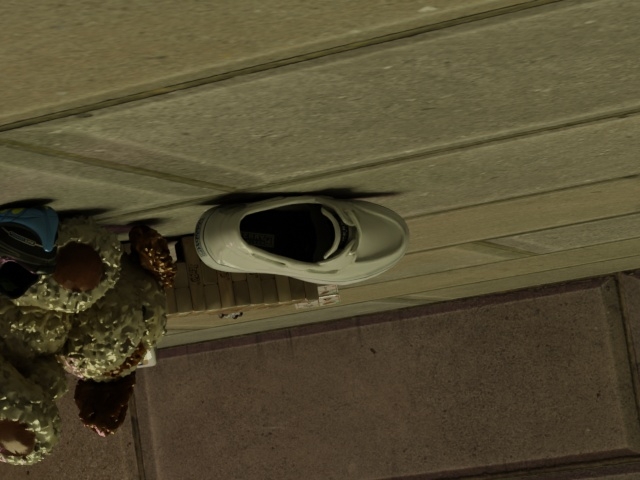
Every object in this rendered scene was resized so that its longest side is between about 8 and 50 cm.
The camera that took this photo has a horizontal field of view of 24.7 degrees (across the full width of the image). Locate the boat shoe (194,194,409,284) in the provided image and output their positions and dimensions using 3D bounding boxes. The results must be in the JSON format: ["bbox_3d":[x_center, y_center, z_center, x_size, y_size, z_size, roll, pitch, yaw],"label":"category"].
[{"bbox_3d":[0.000,0.000,1.491,0.258,0.095,0.084,-5,177,-36],"label":"boat shoe"}]

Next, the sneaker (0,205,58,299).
[{"bbox_3d":[-0.302,0.019,1.338,0.067,0.078,0.188,-2,172,-43],"label":"sneaker"}]

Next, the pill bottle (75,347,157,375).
[{"bbox_3d":[-0.365,0.163,2.380,0.187,0.112,0.112,-8,174,-4],"label":"pill bottle"}]

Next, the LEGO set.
[{"bbox_3d":[-0.094,0.078,2.384,0.244,0.060,0.182,-10,161,1],"label":"LEGO set"}]

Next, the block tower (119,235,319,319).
[{"bbox_3d":[-0.162,0.045,1.690,0.335,0.097,0.091,-8,174,-16],"label":"block tower"}]

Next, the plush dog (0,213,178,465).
[{"bbox_3d":[-0.259,0.081,1.499,0.225,0.262,0.211,11,-165,-44],"label":"plush dog"}]
